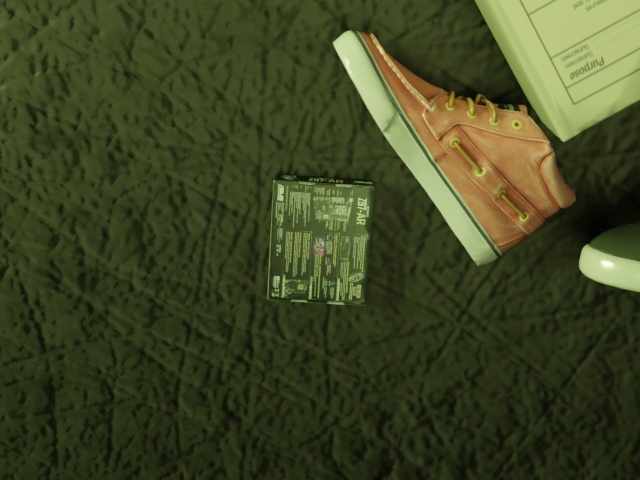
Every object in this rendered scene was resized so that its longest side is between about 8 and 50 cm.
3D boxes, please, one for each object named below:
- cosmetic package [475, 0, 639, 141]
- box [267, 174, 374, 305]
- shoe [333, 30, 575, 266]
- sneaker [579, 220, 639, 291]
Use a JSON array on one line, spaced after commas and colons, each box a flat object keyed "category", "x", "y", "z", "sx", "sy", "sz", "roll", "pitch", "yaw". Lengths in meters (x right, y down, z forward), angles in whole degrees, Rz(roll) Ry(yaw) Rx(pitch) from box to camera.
[{"category": "cosmetic package", "x": 0.127, "y": -0.232, "z": 0.628, "sx": 0.160, "sy": 0.113, "sz": 0.309, "roll": -28, "pitch": 104, "yaw": 8}, {"category": "box", "x": 0.000, "y": 0.000, "z": 0.745, "sx": 0.067, "sy": 0.018, "sz": 0.083, "roll": 3, "pitch": 106, "yaw": 0}, {"category": "shoe", "x": 0.086, "y": -0.073, "z": 0.703, "sx": 0.081, "sy": 0.063, "sz": 0.178, "roll": -34, "pitch": 108, "yaw": 9}, {"category": "sneaker", "x": 0.301, "y": -0.045, "z": 0.687, "sx": 0.296, "sy": 0.104, "sz": 0.146, "roll": -5, "pitch": 104, "yaw": -3}]
